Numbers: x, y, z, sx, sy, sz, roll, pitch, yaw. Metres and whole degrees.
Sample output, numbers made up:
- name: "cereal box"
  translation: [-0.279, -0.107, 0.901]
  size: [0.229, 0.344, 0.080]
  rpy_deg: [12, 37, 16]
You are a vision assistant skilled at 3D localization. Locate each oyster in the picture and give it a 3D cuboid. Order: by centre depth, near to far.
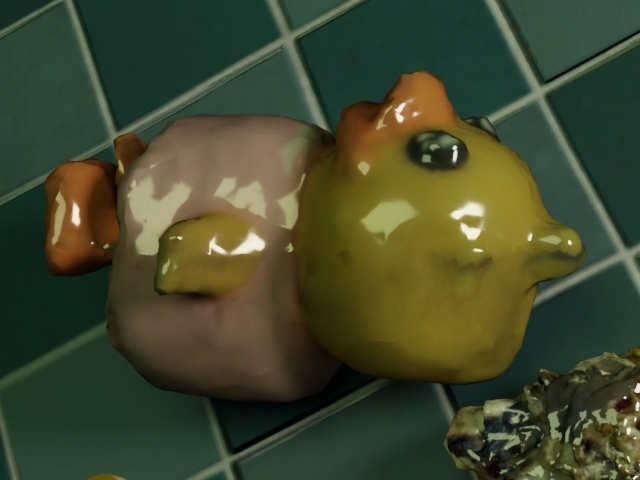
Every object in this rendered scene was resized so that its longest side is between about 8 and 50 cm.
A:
- name: "oyster"
  translation: [0.145, 0.095, 1.012]
  size: [0.148, 0.051, 0.103]
  rpy_deg: [-31, 62, -6]

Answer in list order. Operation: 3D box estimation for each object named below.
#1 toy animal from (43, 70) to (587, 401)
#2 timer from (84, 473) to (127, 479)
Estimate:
- name: "toy animal"
  translation: [0.003, 0.004, 1.065]
  size: [0.281, 0.195, 0.169]
  rpy_deg: [-9, 99, 24]
- name: "timer"
  translation: [-0.018, 0.235, 0.949]
  size: [0.233, 0.240, 0.234]
  rpy_deg: [-30, 51, 45]
